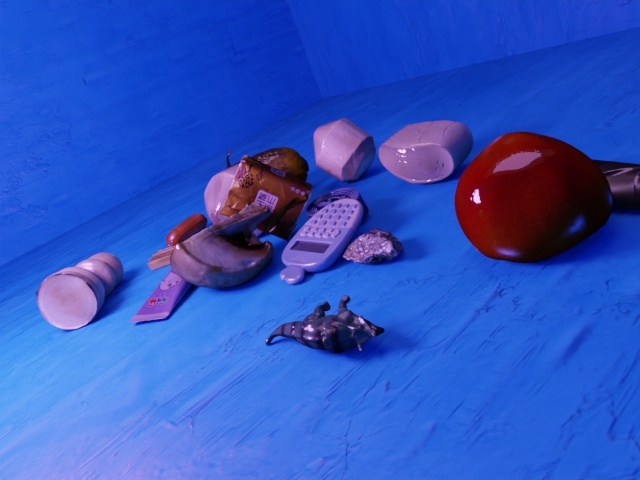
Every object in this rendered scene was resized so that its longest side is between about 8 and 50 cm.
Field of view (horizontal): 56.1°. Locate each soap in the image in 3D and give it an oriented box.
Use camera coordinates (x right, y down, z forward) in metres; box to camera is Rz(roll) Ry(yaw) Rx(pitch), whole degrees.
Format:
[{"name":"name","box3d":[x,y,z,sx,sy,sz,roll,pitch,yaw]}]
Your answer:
[{"name":"soap","box3d":[-0.458,0.031,2.030,0.252,0.037,0.092,-20,18,7]}]

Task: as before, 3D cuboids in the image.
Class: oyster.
[{"name":"oyster","box3d":[0.129,0.015,1.424,0.177,0.064,0.125,-5,29,43]}]

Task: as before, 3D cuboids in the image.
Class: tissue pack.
[{"name":"tissue pack","box3d":[-0.156,-0.123,1.764,0.092,0.226,0.183,-81,16,-65]}]

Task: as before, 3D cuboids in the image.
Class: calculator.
[{"name":"calculator","box3d":[0.000,0.000,1.548,0.188,0.042,0.303,7,52,47]}]

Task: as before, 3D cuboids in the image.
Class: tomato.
[{"name":"tomato","box3d":[0.399,-0.092,1.171,0.298,0.226,0.299,-20,24,9]}]

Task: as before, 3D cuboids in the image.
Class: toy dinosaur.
[{"name":"toy dinosaur","box3d":[0.005,0.163,1.146,0.120,0.079,0.292,-33,19,-33]}]

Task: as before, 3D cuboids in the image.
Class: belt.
[{"name":"belt","box3d":[0.047,-0.084,1.732,0.190,0.082,0.141,-1,38,46]}]

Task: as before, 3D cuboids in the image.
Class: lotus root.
[{"name":"lotus root","box3d":[-0.232,-0.210,2.199,0.397,0.196,0.179,-26,15,-4]}]

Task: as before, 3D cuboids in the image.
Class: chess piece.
[{"name":"chess piece","box3d":[-0.722,0.130,1.879,0.182,0.182,0.330,-19,15,8]}]

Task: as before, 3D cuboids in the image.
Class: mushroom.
[{"name":"mushroom","box3d":[-0.250,0.049,1.658,0.292,0.212,0.217,-46,-11,-37]}]

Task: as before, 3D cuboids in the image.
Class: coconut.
[{"name":"coconut","box3d":[-0.251,-0.123,1.926,0.237,0.237,0.266,-7,25,35]},{"name":"coconut","box3d":[0.072,-0.318,2.092,0.202,0.222,0.202,-49,-15,-17]}]

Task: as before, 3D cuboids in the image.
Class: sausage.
[{"name":"sausage","box3d":[-0.483,-0.033,2.168,0.076,0.076,0.197,-7,24,35]}]

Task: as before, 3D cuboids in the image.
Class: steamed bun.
[{"name":"steamed bun","box3d":[0.315,-0.254,1.790,0.250,0.155,0.200,2,33,37]}]

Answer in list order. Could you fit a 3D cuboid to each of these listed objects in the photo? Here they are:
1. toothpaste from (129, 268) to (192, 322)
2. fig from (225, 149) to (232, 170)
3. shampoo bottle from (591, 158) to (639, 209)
[{"name":"toothpaste","box3d":[-0.403,0.115,1.728,0.125,0.080,0.371,-8,31,25]},{"name":"fig","box3d":[-0.338,-0.229,2.405,0.148,0.202,0.149,-26,51,29]},{"name":"shampoo bottle","box3d":[0.588,-0.126,1.276,0.125,0.084,0.350,-26,21,-16]}]
